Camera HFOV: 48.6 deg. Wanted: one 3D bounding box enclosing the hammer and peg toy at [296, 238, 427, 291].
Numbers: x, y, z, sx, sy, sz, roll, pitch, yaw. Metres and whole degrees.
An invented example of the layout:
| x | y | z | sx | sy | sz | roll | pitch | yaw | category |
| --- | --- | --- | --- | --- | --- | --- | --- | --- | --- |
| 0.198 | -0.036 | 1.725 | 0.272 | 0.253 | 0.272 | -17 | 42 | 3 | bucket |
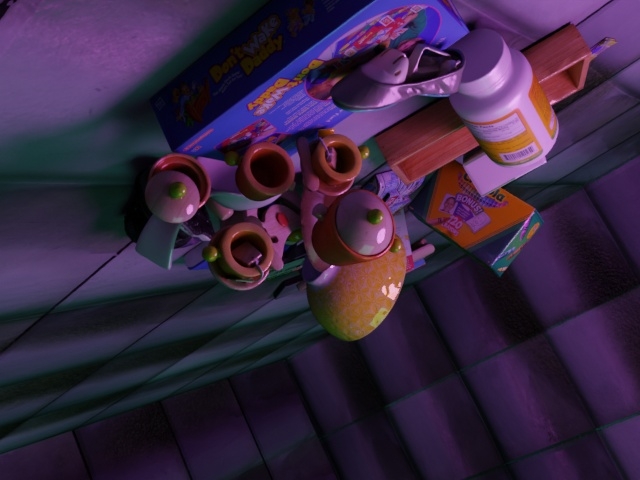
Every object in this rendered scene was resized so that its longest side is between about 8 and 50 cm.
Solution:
| x | y | z | sx | sy | sz | roll | pitch | yaw | category |
| --- | --- | --- | --- | --- | --- | --- | --- | --- | --- |
| 0.124 | 0.040 | 2.047 | 0.361 | 0.127 | 0.266 | -17 | 164 | -46 | hammer and peg toy |

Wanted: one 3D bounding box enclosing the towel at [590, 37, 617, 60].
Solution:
| x | y | z | sx | sy | sz | roll | pitch | yaw | category |
| --- | --- | --- | --- | --- | --- | --- | --- | --- | --- |
| 0.576 | -0.394 | 1.487 | 0.060 | 0.009 | 0.083 | -11 | 160 | -46 | towel |

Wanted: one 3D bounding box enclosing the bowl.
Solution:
| x | y | z | sx | sy | sz | roll | pitch | yaw | category |
| --- | --- | --- | --- | --- | --- | --- | --- | --- | --- |
| 0.051 | 0.077 | 1.685 | 0.156 | 0.290 | 0.289 | 29 | 135 | -27 | bowl |

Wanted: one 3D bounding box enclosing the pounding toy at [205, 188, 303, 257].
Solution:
| x | y | z | sx | sy | sz | roll | pitch | yaw | category |
| --- | --- | --- | --- | --- | --- | --- | --- | --- | --- |
| -0.086 | -0.036 | 1.289 | 0.154 | 0.154 | 0.269 | -34 | 165 | 32 | pounding toy |

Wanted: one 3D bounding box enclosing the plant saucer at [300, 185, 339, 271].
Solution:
| x | y | z | sx | sy | sz | roll | pitch | yaw | category |
| --- | --- | --- | --- | --- | --- | --- | --- | --- | --- |
| 0.013 | -0.039 | 1.380 | 0.036 | 0.199 | 0.198 | -2 | 175 | 21 | plant saucer |

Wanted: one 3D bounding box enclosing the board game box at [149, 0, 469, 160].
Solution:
| x | y | z | sx | sy | sz | roll | pitch | yaw | category |
| --- | --- | --- | --- | --- | --- | --- | --- | --- | --- |
| -0.008 | -0.220 | 0.893 | 0.347 | 0.078 | 0.233 | -32 | 166 | 22 | board game box |

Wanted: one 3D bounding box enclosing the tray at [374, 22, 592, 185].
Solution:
| x | y | z | sx | sy | sz | roll | pitch | yaw | category |
| --- | --- | --- | --- | --- | --- | --- | --- | --- | --- |
| 0.318 | -0.255 | 1.397 | 0.410 | 0.076 | 0.203 | -28 | 167 | 11 | tray |

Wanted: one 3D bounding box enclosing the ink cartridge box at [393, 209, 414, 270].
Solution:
| x | y | z | sx | sy | sz | roll | pitch | yaw | category |
| --- | --- | --- | --- | --- | --- | --- | --- | --- | --- |
| 0.166 | 0.004 | 1.860 | 0.127 | 0.175 | 0.072 | -16 | -173 | -37 | ink cartridge box |

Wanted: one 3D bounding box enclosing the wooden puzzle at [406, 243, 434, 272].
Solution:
| x | y | z | sx | sy | sz | roll | pitch | yaw | category |
| --- | --- | --- | --- | --- | --- | --- | --- | --- | --- |
| 0.207 | 0.102 | 2.075 | 0.220 | 0.044 | 0.239 | -24 | 168 | -22 | wooden puzzle |

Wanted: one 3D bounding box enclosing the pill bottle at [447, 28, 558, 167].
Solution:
| x | y | z | sx | sy | sz | roll | pitch | yaw | category |
| --- | --- | --- | --- | --- | --- | --- | --- | --- | --- |
| 0.295 | -0.234 | 1.173 | 0.136 | 0.136 | 0.245 | -31 | 142 | 18 | pill bottle |

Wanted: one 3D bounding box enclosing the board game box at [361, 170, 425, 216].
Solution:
| x | y | z | sx | sy | sz | roll | pitch | yaw | category |
| --- | --- | --- | --- | --- | --- | --- | --- | --- | --- |
| 0.131 | -0.095 | 1.683 | 0.194 | 0.060 | 0.194 | -18 | 165 | -34 | board game box |

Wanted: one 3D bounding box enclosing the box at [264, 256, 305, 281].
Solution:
| x | y | z | sx | sy | sz | roll | pitch | yaw | category |
| --- | --- | --- | --- | --- | --- | --- | --- | --- | --- |
| -0.126 | 0.071 | 1.881 | 0.206 | 0.036 | 0.114 | -18 | 165 | -33 | box |

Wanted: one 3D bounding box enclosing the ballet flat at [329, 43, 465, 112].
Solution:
| x | y | z | sx | sy | sz | roll | pitch | yaw | category |
| --- | --- | --- | --- | --- | --- | --- | --- | --- | --- |
| 0.098 | -0.206 | 0.865 | 0.213 | 0.072 | 0.068 | -17 | 137 | -39 | ballet flat |

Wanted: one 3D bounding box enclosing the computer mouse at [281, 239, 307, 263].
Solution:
| x | y | z | sx | sy | sz | roll | pitch | yaw | category |
| --- | --- | --- | --- | --- | --- | --- | --- | --- | --- |
| -0.052 | 0.009 | 1.566 | 0.184 | 0.060 | 0.262 | -19 | 177 | -44 | computer mouse |

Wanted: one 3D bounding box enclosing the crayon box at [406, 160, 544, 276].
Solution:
| x | y | z | sx | sy | sz | roll | pitch | yaw | category |
| --- | --- | --- | --- | --- | --- | --- | --- | --- | --- |
| 0.361 | -0.061 | 1.672 | 0.165 | 0.278 | 0.081 | -51 | 142 | 1 | crayon box |

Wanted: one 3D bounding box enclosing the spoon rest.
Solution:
| x | y | z | sx | sy | sz | roll | pitch | yaw | category |
| --- | --- | --- | --- | --- | --- | --- | --- | --- | --- |
| -0.146 | -0.066 | 0.992 | 0.276 | 0.137 | 0.084 | -49 | 163 | -49 | spoon rest |

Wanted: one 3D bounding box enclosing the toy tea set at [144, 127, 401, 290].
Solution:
| x | y | z | sx | sy | sz | roll | pitch | yaw | category |
| --- | --- | --- | --- | --- | --- | --- | --- | --- | --- |
| -0.048 | -0.048 | 0.886 | 0.335 | 0.200 | 0.124 | -12 | 170 | -30 | toy tea set |

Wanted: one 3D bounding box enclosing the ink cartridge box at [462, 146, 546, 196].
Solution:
| x | y | z | sx | sy | sz | roll | pitch | yaw | category |
| --- | --- | --- | --- | --- | --- | --- | --- | --- | --- |
| 0.401 | -0.198 | 1.565 | 0.154 | 0.093 | 0.212 | -31 | -169 | 22 | ink cartridge box |

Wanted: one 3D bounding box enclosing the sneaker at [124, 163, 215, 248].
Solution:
| x | y | z | sx | sy | sz | roll | pitch | yaw | category |
| --- | --- | --- | --- | --- | --- | --- | --- | --- | --- |
| -0.256 | -0.030 | 1.112 | 0.124 | 0.107 | 0.283 | -20 | 167 | 0 | sneaker |

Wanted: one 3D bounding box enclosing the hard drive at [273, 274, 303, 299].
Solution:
| x | y | z | sx | sy | sz | roll | pitch | yaw | category |
| --- | --- | --- | --- | --- | --- | --- | --- | --- | --- |
| -0.091 | 0.145 | 2.266 | 0.094 | 0.022 | 0.135 | -20 | 165 | -25 | hard drive |

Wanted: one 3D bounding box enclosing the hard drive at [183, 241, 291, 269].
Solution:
| x | y | z | sx | sy | sz | roll | pitch | yaw | category |
| --- | --- | --- | --- | --- | --- | --- | --- | --- | --- |
| -0.130 | 0.001 | 1.593 | 0.210 | 0.040 | 0.318 | -32 | 166 | 23 | hard drive |
